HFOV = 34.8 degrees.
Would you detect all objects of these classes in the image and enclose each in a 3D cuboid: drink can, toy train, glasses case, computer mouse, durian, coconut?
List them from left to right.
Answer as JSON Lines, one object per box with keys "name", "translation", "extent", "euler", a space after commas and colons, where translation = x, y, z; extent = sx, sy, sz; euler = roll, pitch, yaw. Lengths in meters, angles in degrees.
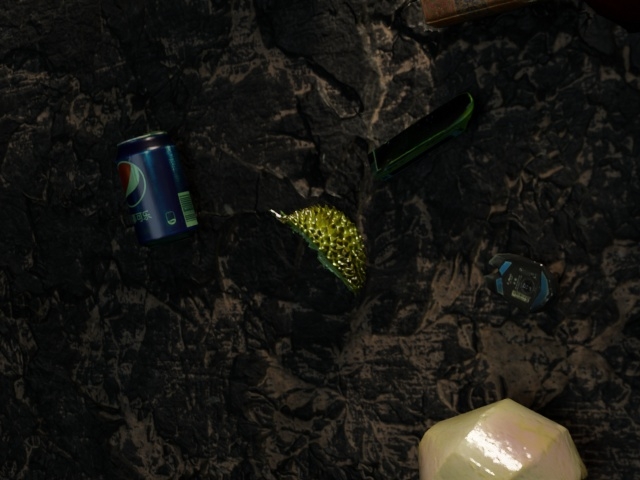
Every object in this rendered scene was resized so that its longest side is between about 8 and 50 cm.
{"name": "drink can", "translation": [-0.302, -0.093, 1.882], "extent": [0.118, 0.118, 0.205], "euler": [-14, 92, 36]}
{"name": "durian", "translation": [0.000, 0.000, 1.724], "extent": [0.215, 0.086, 0.100], "euler": [47, 136, 14]}
{"name": "toy train", "translation": [0.165, -0.161, 1.589], "extent": [0.209, 0.042, 0.044], "euler": [-31, 62, 34]}
{"name": "coconut", "translation": [0.260, 0.356, 1.534], "extent": [0.259, 0.259, 0.259], "euler": [9, 106, 33]}
{"name": "glasses case", "translation": [0.258, -0.351, 1.461], "extent": [0.218, 0.075, 0.049], "euler": [-7, 100, 35]}
{"name": "computer mouse", "translation": [0.308, 0.064, 1.543], "extent": [0.135, 0.047, 0.079], "euler": [22, 101, 41]}

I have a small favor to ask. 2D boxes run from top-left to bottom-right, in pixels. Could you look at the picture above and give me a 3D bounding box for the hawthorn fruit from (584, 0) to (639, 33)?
{"name": "hawthorn fruit", "translation": [0.413, -0.397, 1.221], "extent": [0.315, 0.316, 0.316], "euler": [9, 106, 33]}
